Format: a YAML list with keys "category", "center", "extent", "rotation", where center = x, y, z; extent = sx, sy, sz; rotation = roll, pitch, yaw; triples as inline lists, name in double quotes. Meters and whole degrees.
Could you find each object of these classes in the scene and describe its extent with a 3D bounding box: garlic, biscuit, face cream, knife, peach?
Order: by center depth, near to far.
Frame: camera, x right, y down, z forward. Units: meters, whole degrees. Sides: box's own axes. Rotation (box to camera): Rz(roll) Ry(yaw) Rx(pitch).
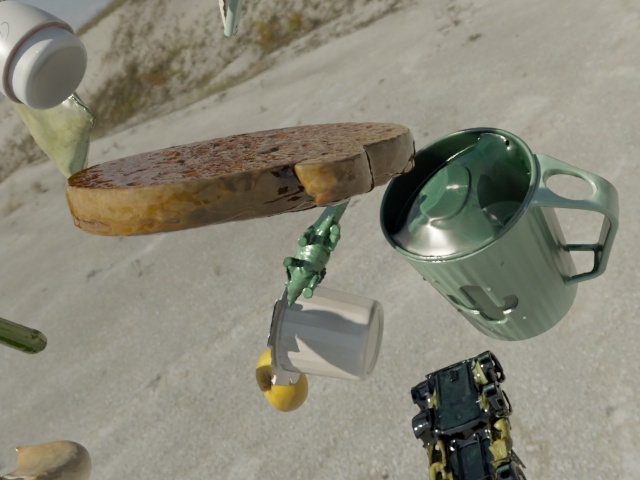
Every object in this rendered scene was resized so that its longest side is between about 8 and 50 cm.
- category: "biscuit"
  center: [-0.068, -0.067, 0.744]
  extent: [0.394, 0.070, 0.350]
  rotation: [-15, 17, -29]
- category: "face cream"
  center: [-0.357, -0.227, 0.838]
  extent: [0.117, 0.104, 0.117]
  rotation: [-54, -7, -10]
- category: "knife"
  center: [-0.154, -0.457, 1.274]
  extent: [0.162, 0.023, 0.044]
  rotation: [112, 180, -49]
- category: "garlic"
  center: [-0.619, 0.538, 1.494]
  extent: [0.196, 0.151, 0.338]
  rotation: [14, -2, -8]
- category: "peach"
  center: [-0.102, 0.361, 1.800]
  extent: [0.103, 0.179, 0.179]
  rotation: [-17, 10, -29]

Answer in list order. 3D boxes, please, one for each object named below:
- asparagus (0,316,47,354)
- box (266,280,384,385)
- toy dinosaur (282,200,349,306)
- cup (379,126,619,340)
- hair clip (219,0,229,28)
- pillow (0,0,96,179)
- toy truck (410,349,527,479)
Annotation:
- category: "asparagus"
  center: [-0.719, 0.192, 1.502]
  extent: [0.067, 0.278, 0.060]
  rotation: [15, 74, 28]
- category: "box"
  center: [0.023, 0.229, 1.522]
  extent: [0.206, 0.291, 0.262]
  rotation: [9, 31, 19]
- category: "toy dinosaur"
  center: [-0.006, 0.008, 1.257]
  extent: [0.292, 0.079, 0.120]
  rotation: [-64, -5, 34]
- category: "cup"
  center: [0.364, 0.011, 1.349]
  extent: [0.401, 0.392, 0.310]
  rotation: [23, 73, 48]
- category: "hair clip"
  center: [-0.199, -0.557, 1.463]
  extent: [0.034, 0.226, 0.072]
  rotation: [-14, 35, -36]
- category: "pillow"
  center: [-0.466, -0.246, 1.124]
  extent: [0.075, 0.302, 0.185]
  rotation: [-29, -18, -37]
- category: "toy truck"
  center: [0.200, 0.270, 0.869]
  extent: [0.127, 0.127, 0.257]
  rotation: [-27, 24, 19]
